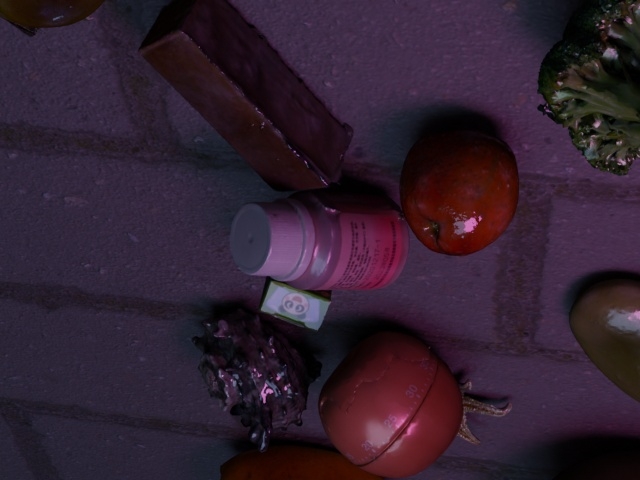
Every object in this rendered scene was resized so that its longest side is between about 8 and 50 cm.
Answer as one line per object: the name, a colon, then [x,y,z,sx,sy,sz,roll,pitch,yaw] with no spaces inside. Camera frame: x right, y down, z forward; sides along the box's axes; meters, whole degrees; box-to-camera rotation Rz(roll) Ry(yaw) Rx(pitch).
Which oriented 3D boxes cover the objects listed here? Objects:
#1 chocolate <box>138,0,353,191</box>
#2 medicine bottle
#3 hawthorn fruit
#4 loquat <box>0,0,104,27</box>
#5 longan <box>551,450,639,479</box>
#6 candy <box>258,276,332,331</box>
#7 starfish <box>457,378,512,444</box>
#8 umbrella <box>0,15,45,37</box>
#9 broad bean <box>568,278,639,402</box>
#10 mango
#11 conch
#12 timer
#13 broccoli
chocolate: [-0.098,-0.189,1.567,0.112,0.112,0.321,-14,133,41]
medicine bottle: [0.000,0.000,1.654,0.247,0.147,0.147,2,152,-38]
hawthorn fruit: [0.186,-0.062,1.572,0.172,0.173,0.173,9,140,7]
loquat: [-0.335,-0.333,1.437,0.152,0.152,0.195,37,123,-24]
longan: [0.539,0.555,2.040,0.404,0.405,0.336,38,165,-26]
candy: [-0.031,0.058,1.761,0.097,0.194,0.062,20,113,-6]
starfish: [0.237,0.308,2.075,0.208,0.053,0.176,-15,122,29]
umbrella: [-0.415,-0.302,1.598,0.083,0.020,0.031,27,138,-6]
broad bean: [0.496,0.155,1.794,0.263,0.121,0.189,47,138,-13]
mango: [-0.027,0.505,2.294,0.350,0.201,0.199,0,165,5]
conch: [-0.124,0.237,2.026,0.240,0.186,0.313,29,166,25]
timer: [0.115,0.271,1.938,0.215,0.230,0.229,43,134,-9]
broccoli: [0.394,-0.179,1.313,0.269,0.269,0.254,-21,141,35]
